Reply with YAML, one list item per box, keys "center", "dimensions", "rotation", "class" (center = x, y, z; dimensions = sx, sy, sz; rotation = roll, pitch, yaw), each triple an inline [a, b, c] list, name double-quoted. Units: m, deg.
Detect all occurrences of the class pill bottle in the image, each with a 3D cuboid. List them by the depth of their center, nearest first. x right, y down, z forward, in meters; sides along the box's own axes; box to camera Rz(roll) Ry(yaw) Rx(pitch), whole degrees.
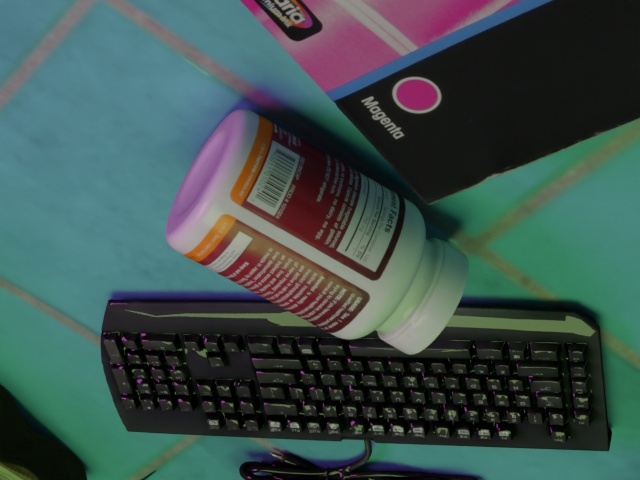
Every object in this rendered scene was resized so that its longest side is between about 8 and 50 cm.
- center: [0.000, 0.000, 0.940]
  dimensions: [0.152, 0.086, 0.086]
  rotation: [30, 136, -15]
  class: "pill bottle"

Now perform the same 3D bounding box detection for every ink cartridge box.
- center: [0.148, -0.148, 0.762]
  dimensions: [0.371, 0.069, 0.176]
  rotation: [-24, 125, 32]
  class: "ink cartridge box"

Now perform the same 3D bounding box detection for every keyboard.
- center: [0.023, 0.112, 1.095]
  dimensions: [0.317, 0.033, 0.202]
  rotation: [1, 136, 16]
  class: "keyboard"

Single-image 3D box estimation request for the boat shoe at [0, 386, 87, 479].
- center: [-0.222, 0.139, 1.176]
  dimensions: [0.048, 0.056, 0.153]
  rotation: [-21, 134, 27]
  class: "boat shoe"
